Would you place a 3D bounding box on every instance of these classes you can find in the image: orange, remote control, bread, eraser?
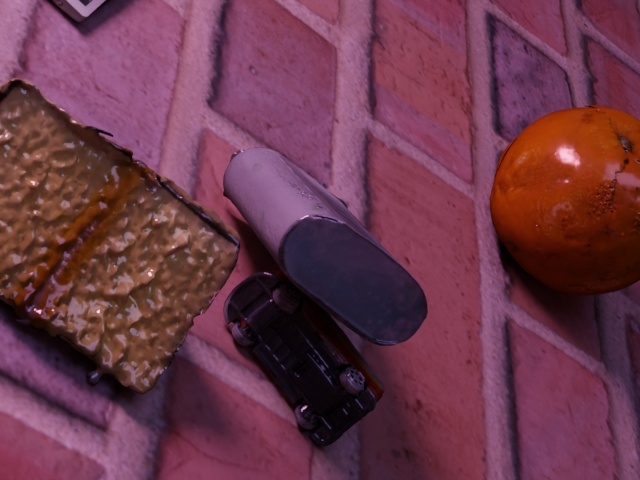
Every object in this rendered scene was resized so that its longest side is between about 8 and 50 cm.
[{"bbox_3d":[0.330,-0.050,1.971,0.240,0.240,0.240,31,36,-26],"label":"orange"},{"bbox_3d":[-0.243,-0.287,1.721,0.065,0.029,0.166,44,37,-9],"label":"remote control"},{"bbox_3d":[-0.216,-0.010,1.397,0.266,0.178,0.142,39,2,-20],"label":"bread"},{"bbox_3d":[0.000,0.000,1.569,0.174,0.081,0.227,36,7,-25],"label":"eraser"}]

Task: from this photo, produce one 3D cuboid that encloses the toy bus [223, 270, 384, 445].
[{"bbox_3d":[-0.014,0.105,1.538,0.174,0.079,0.077,52,24,7],"label":"toy bus"}]
